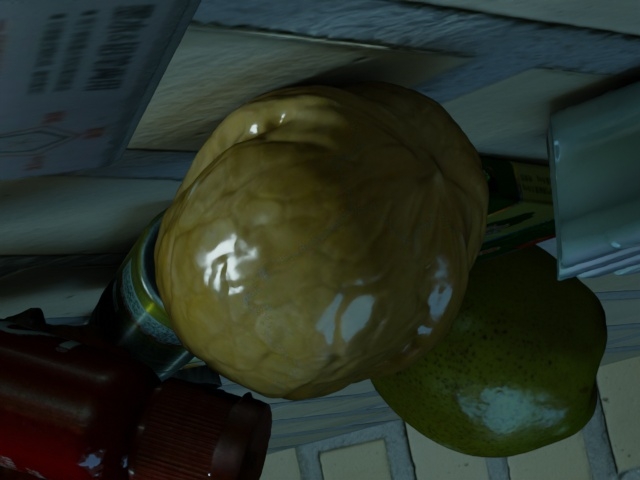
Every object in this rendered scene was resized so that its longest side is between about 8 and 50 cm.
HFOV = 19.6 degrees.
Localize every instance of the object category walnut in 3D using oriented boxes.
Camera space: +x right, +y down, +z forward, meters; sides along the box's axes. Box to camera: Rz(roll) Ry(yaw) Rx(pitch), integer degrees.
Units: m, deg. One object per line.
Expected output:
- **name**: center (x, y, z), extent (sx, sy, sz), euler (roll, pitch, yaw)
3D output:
- **walnut**: center (0.000, 0.000, 0.945), extent (0.159, 0.159, 0.206), euler (-5, 162, -34)

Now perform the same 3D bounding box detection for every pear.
- **pear**: center (0.136, 0.081, 1.499), extent (0.198, 0.198, 0.198), euler (-11, 170, -2)

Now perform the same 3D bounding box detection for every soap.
- **soap**: center (0.252, -0.056, 1.085), extent (0.289, 0.095, 0.172), euler (-19, 168, 40)

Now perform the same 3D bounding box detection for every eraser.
- **eraser**: center (-0.100, -0.076, 0.649), extent (0.089, 0.061, 0.352), euler (-8, 169, -16)

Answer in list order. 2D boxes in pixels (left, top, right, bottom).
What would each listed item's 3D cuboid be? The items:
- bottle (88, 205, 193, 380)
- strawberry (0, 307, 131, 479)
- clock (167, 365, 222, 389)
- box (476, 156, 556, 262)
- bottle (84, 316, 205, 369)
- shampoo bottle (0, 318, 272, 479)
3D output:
- **bottle**: center (-0.106, 0.044, 1.267), extent (0.082, 0.082, 0.286), euler (-9, 170, -16)
- **strawberry**: center (-0.267, 0.217, 1.240), extent (0.312, 0.351, 0.267), euler (1, 177, -2)
- **clock**: center (-0.211, 0.144, 1.828), extent (0.226, 0.049, 0.226), euler (-10, 171, -2)
- **box**: center (0.097, -0.020, 1.275), extent (0.132, 0.034, 0.235), euler (-20, 166, 33)
- **bottle**: center (-0.085, 0.075, 1.537), extent (0.217, 0.060, 0.060), euler (-9, 170, -11)
- **shampoo bottle**: center (-0.184, 0.077, 0.995), extent (0.314, 0.076, 0.118), euler (15, 172, 10)
